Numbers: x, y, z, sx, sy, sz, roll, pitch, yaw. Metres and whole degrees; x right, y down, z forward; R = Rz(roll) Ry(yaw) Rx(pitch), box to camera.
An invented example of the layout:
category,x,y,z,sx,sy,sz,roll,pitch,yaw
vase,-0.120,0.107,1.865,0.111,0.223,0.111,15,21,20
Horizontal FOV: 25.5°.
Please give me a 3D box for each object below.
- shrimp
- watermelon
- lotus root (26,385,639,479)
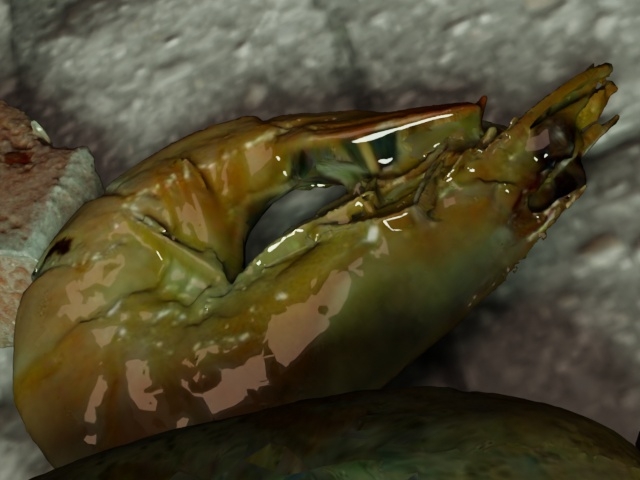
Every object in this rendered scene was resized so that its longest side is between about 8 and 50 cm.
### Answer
category,x,y,z,sx,sy,sz,roll,pitch,yaw
shrimp,0.000,-0.001,0.552,0.267,0.061,0.145,-31,60,0
watermelon,-0.189,-0.010,0.649,0.241,0.094,0.154,10,54,29
lotus root,-0.021,0.134,0.414,0.274,0.152,0.160,-18,39,10
